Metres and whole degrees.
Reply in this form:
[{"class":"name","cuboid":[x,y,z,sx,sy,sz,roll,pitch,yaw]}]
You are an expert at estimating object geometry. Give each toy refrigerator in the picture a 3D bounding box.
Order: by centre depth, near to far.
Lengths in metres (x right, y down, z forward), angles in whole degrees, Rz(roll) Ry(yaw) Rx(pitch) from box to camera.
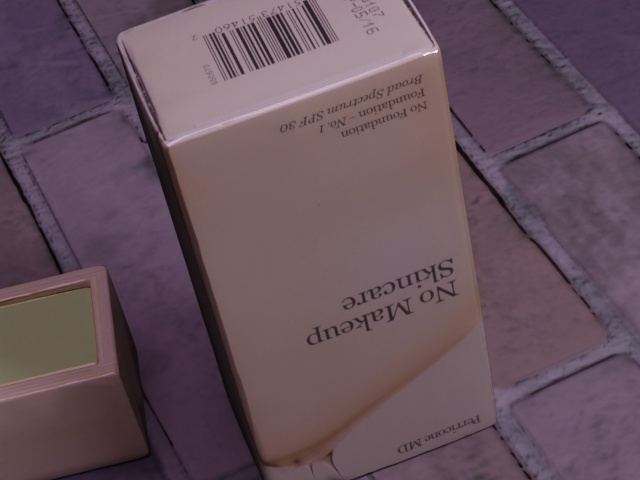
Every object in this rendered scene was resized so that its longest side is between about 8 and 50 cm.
[{"class":"toy refrigerator","cuboid":[-0.256,0.105,1.190,0.269,0.094,0.102,-14,44,1]}]

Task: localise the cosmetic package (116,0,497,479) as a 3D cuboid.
[{"class":"cosmetic package","cuboid":[0.000,0.000,1.081,0.160,0.309,0.113,-21,44,-6]}]
